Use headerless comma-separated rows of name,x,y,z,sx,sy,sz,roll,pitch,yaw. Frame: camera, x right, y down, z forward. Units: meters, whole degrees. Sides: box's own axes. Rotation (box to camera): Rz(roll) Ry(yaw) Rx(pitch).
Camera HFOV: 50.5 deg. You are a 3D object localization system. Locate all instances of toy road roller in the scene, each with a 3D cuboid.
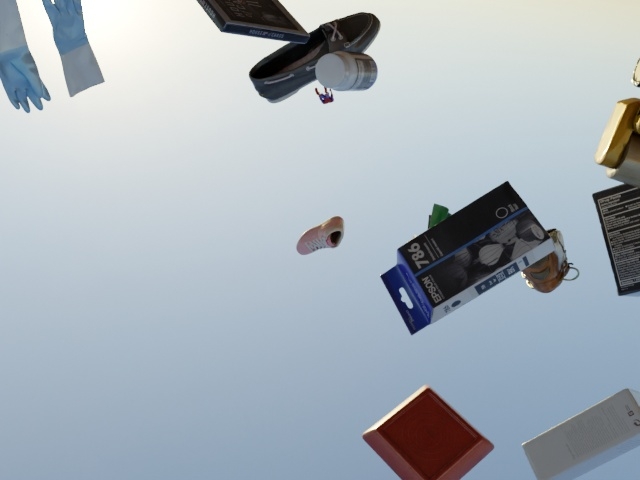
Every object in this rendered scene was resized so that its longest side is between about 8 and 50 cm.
toy road roller,0.766,-0.254,1.466,0.202,0.330,0.240,18,-159,1

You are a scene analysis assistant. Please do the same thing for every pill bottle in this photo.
pill bottle,0.052,-0.335,1.346,0.078,0.078,0.137,21,-159,26

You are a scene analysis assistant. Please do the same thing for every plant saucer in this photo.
plant saucer,0.288,0.526,1.811,0.258,0.048,0.259,-31,-129,-25

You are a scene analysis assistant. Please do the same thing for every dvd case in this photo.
dvd case,-0.155,-0.486,1.420,0.238,0.030,0.179,-10,-125,-48

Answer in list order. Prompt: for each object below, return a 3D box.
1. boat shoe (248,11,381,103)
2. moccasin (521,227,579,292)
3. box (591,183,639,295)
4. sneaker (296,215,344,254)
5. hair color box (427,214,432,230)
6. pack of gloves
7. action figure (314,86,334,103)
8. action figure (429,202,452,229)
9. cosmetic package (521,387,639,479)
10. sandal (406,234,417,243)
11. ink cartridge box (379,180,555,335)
boat shoe,-0.017,-0.438,1.587,0.095,0.335,0.112,36,-151,-54
moccasin,0.585,0.055,1.758,0.139,0.147,0.380,-20,-178,16
box,0.932,-0.024,1.815,0.296,0.294,0.182,-20,163,38
sneaker,0.000,0.000,1.570,0.134,0.051,0.070,-34,-151,14
hair color box,0.457,-0.052,2.429,0.141,0.072,0.043,6,-175,18
pack of gloves,-0.513,-0.355,1.280,0.195,0.232,0.046,-33,-128,-27
action figure,0.013,-0.371,1.737,0.038,0.030,0.115,-15,172,9
action figure,0.305,0.037,1.742,0.137,0.232,0.063,29,155,-14
cosmetic package,0.508,0.370,1.269,0.117,0.231,0.086,25,-144,-47
sandal,0.267,0.034,1.978,0.079,0.088,0.240,-23,178,-4
ink cartridge box,0.280,0.036,1.361,0.065,0.332,0.165,43,-164,-54
